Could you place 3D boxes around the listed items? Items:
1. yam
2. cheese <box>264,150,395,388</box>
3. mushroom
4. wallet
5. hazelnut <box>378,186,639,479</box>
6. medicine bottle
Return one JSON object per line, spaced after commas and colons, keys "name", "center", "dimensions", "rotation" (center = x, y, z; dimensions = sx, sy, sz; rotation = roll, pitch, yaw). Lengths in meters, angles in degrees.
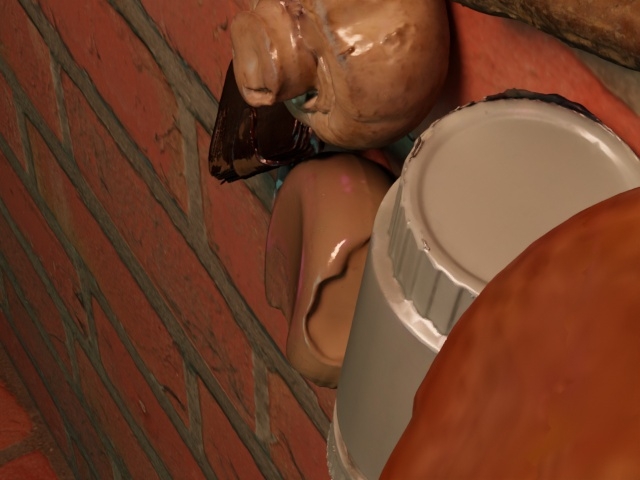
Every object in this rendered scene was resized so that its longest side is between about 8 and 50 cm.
{"name": "yam", "center": [0.149, -0.112, 0.752], "dimensions": [0.274, 0.061, 0.061], "rotation": [36, 144, 54]}
{"name": "cheese", "center": [0.000, 0.000, 1.197], "dimensions": [0.286, 0.082, 0.163], "rotation": [-124, 43, -68]}
{"name": "mushroom", "center": [0.009, -0.135, 0.984], "dimensions": [0.166, 0.127, 0.166], "rotation": [43, 149, 35]}
{"name": "wallet", "center": [-0.042, -0.112, 1.205], "dimensions": [0.232, 0.031, 0.121], "rotation": [167, 114, -69]}
{"name": "hazelnut", "center": [0.181, 0.152, 0.631], "dimensions": [0.372, 0.315, 0.372], "rotation": [-21, -90, -80]}
{"name": "medicine bottle", "center": [0.095, 0.063, 0.931], "dimensions": [0.158, 0.158, 0.318], "rotation": [57, 159, 26]}
